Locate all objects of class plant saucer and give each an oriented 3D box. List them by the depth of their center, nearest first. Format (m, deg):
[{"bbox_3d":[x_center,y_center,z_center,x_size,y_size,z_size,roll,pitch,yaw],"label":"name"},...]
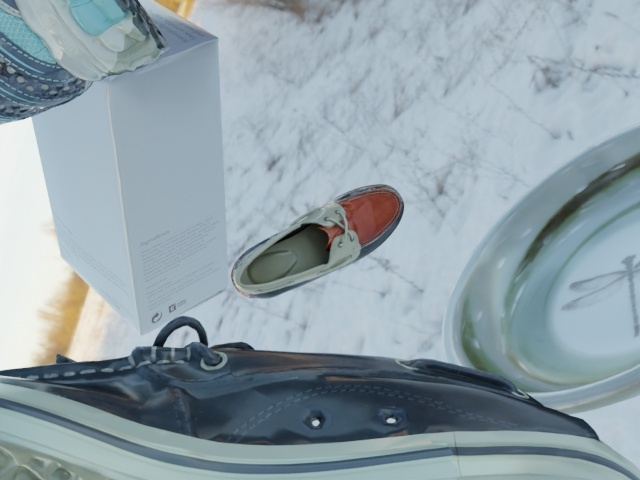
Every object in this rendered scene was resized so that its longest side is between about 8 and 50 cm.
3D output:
[{"bbox_3d":[0.310,0.034,0.823,0.400,0.100,0.400,-39,19,16],"label":"plant saucer"}]

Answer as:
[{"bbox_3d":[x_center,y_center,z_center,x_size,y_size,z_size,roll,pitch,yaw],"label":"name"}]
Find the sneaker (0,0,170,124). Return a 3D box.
[{"bbox_3d":[-0.181,-0.143,0.461,0.122,0.110,0.283,-33,30,-2],"label":"sneaker"}]

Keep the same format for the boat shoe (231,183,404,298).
[{"bbox_3d":[0.000,0.000,0.567,0.049,0.137,0.043,63,175,4],"label":"boat shoe"}]

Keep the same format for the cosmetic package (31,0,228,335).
[{"bbox_3d":[-0.239,-0.098,1.010,0.217,0.156,0.385,37,139,31],"label":"cosmetic package"}]

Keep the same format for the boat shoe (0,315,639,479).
[{"bbox_3d":[-0.075,0.146,0.451,0.156,0.500,0.187,-87,-2,-75],"label":"boat shoe"}]
